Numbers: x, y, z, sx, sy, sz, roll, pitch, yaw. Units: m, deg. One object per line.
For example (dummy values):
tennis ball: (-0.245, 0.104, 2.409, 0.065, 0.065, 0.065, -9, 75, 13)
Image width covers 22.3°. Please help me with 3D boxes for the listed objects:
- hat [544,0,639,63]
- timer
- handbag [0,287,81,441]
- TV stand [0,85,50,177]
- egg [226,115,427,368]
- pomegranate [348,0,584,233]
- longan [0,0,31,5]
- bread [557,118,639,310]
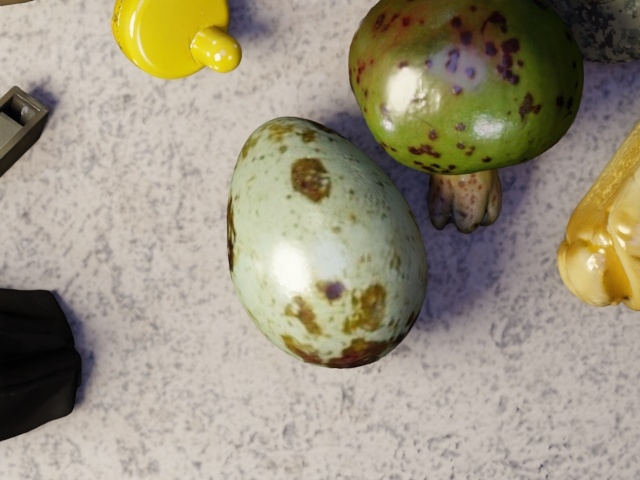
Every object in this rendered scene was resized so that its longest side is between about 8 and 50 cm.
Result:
hat: (0.231, -0.277, 1.377, 0.265, 0.128, 0.266, 8, 106, 30)
timer: (-0.127, -0.192, 1.439, 0.107, 0.109, 0.107, -16, 121, -29)
handbag: (-0.391, 0.128, 1.358, 0.342, 0.288, 0.152, -17, 88, 2)
TV stand: (-0.327, -0.038, 1.399, 0.040, 0.049, 0.256, 35, 51, 2)
egg: (0.000, 0.000, 1.408, 0.169, 0.169, 0.231, -21, 80, 1)
pomegranate: (0.124, -0.119, 1.406, 0.202, 0.202, 0.248, 2, 120, 1)
longan: (-0.268, -0.309, 1.407, 0.198, 0.198, 0.212, 1, 85, 1)
bread: (0.329, -0.065, 1.398, 0.121, 0.173, 0.311, 36, 97, -8)
